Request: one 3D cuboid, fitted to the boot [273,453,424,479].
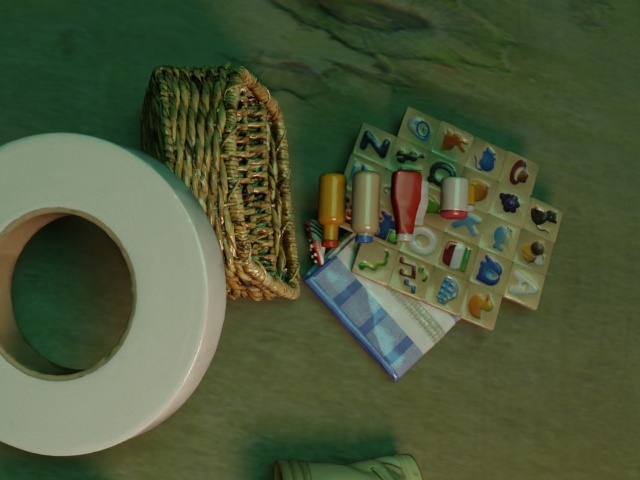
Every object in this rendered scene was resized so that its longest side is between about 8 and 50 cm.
[{"bbox_3d":[0.047,0.371,1.357,0.203,0.095,0.262,4,34,-15],"label":"boot"}]

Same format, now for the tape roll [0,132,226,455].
[{"bbox_3d":[-0.307,0.065,1.302,0.392,0.072,0.392,0,90,14],"label":"tape roll"}]

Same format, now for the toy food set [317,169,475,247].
[{"bbox_3d":[0.117,-0.038,1.513,0.232,0.111,0.104,5,84,-17],"label":"toy food set"}]

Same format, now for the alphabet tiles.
[{"bbox_3d":[0.191,-0.036,1.599,0.342,0.011,0.285,23,67,-9],"label":"alphabet tiles"}]

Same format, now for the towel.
[{"bbox_3d":[0.132,0.042,1.579,0.209,0.034,0.285,47,66,2],"label":"towel"}]

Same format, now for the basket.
[{"bbox_3d":[-0.117,-0.080,1.443,0.223,0.213,0.299,1,72,-16],"label":"basket"}]

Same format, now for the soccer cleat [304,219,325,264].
[{"bbox_3d":[0.000,0.000,1.540,0.035,0.029,0.083,-10,45,-6],"label":"soccer cleat"}]
